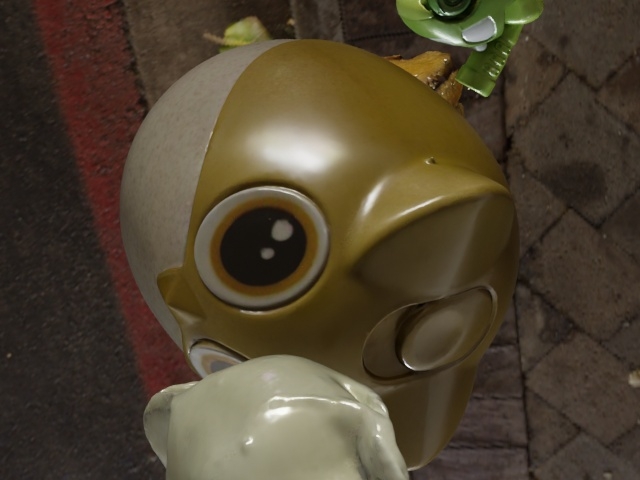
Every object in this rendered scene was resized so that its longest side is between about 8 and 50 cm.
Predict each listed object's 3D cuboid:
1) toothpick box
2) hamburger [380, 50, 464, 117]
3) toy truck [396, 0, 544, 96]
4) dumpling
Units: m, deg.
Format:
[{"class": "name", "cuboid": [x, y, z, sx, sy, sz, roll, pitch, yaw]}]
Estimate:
[{"class": "toothpick box", "cuboid": [0.000, 0.000, 1.014, 0.425, 0.409, 0.409, 40, 132, 44]}, {"class": "hamburger", "cuboid": [0.098, -0.212, 1.611, 0.304, 0.284, 0.174, 17, 143, 45]}, {"class": "toy truck", "cuboid": [0.218, -0.321, 1.247, 0.187, 0.148, 0.210, -48, 120, 3]}, {"class": "dumpling", "cuboid": [-0.031, 0.156, 0.591, 0.250, 0.132, 0.162, -8, 89, 48]}]
